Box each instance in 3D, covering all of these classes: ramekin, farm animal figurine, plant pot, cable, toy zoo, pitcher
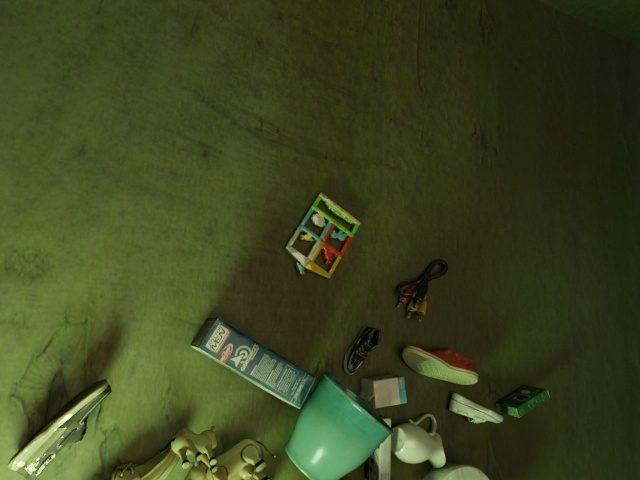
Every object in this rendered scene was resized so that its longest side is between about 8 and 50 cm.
[{"bbox_3d":[0.466,0.913,1.556,0.273,0.127,0.272,4,79,-24],"label":"ramekin"},{"bbox_3d":[-0.293,0.638,1.237,0.327,0.172,0.330,-5,109,-35],"label":"farm animal figurine"},{"bbox_3d":[0.036,0.590,1.365,0.272,0.272,0.255,43,82,-11],"label":"plant pot"},{"bbox_3d":[0.384,0.169,1.713,0.140,0.072,0.287,35,55,4],"label":"cable"},{"bbox_3d":[0.000,0.000,1.571,0.192,0.030,0.293,36,69,-14],"label":"toy zoo"},{"bbox_3d":[0.337,0.686,1.556,0.207,0.125,0.177,25,50,-29],"label":"pitcher"}]

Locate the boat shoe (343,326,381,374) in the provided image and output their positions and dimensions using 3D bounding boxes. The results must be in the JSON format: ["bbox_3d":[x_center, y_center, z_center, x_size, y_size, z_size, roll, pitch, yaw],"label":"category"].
[{"bbox_3d":[0.144,0.378,1.536,0.065,0.083,0.183,35,69,-14],"label":"boat shoe"}]

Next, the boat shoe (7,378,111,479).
[{"bbox_3d":[-0.656,0.489,1.157,0.285,0.103,0.092,-44,104,-20],"label":"boat shoe"}]

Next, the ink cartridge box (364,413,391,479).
[{"bbox_3d":[0.191,0.696,1.491,0.046,0.097,0.206,8,77,-23],"label":"ink cartridge box"}]

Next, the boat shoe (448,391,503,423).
[{"bbox_3d":[0.584,0.654,1.692,0.226,0.083,0.075,27,82,-5],"label":"boat shoe"}]

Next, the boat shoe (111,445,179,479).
[{"bbox_3d":[-0.516,0.651,1.184,0.302,0.109,0.098,-37,95,-21],"label":"boat shoe"}]

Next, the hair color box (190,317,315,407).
[{"bbox_3d":[-0.204,0.363,1.335,0.347,0.174,0.105,35,68,-15],"label":"hair color box"}]

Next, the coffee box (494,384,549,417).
[{"bbox_3d":[0.798,0.635,1.764,0.184,0.113,0.040,-17,91,-27],"label":"coffee box"}]

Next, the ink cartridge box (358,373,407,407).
[{"bbox_3d":[0.209,0.518,1.534,0.143,0.092,0.089,1,80,-24],"label":"ink cartridge box"}]

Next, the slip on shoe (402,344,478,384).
[{"bbox_3d":[0.441,0.445,1.649,0.332,0.123,0.101,21,50,-19],"label":"slip on shoe"}]
